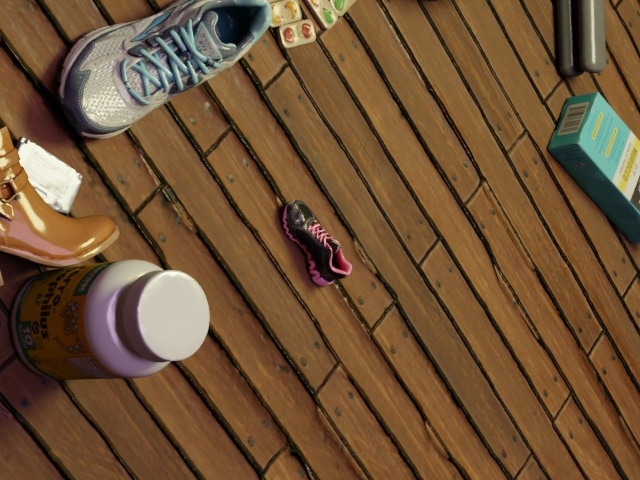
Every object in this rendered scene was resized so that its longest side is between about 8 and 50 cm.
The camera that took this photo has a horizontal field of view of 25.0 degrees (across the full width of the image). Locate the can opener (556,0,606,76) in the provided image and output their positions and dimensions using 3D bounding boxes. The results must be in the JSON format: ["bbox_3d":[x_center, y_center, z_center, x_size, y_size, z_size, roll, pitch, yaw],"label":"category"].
[{"bbox_3d":[0.395,-0.382,2.143,0.093,0.074,0.280,8,80,-43],"label":"can opener"}]

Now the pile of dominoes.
[{"bbox_3d":[-0.037,-0.367,1.764,0.251,0.040,0.196,54,53,-24],"label":"pile of dominoes"}]

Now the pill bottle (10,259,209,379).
[{"bbox_3d":[-0.208,0.080,1.441,0.117,0.208,0.118,5,82,-42],"label":"pill bottle"}]

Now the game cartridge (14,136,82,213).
[{"bbox_3d":[-0.291,-0.064,1.512,0.083,0.017,0.056,36,59,-34],"label":"game cartridge"}]

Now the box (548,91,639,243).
[{"bbox_3d":[0.443,-0.106,2.167,0.244,0.060,0.101,42,59,-32],"label":"box"}]

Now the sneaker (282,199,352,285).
[{"bbox_3d":[0.000,0.000,1.748,0.047,0.057,0.119,-45,114,-34],"label":"sneaker"}]

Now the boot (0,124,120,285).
[{"bbox_3d":[-0.300,-0.042,1.455,0.197,0.073,0.152,-19,102,-38],"label":"boot"}]

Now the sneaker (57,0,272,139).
[{"bbox_3d":[-0.165,-0.207,1.571,0.283,0.122,0.110,-42,113,-37],"label":"sneaker"}]
